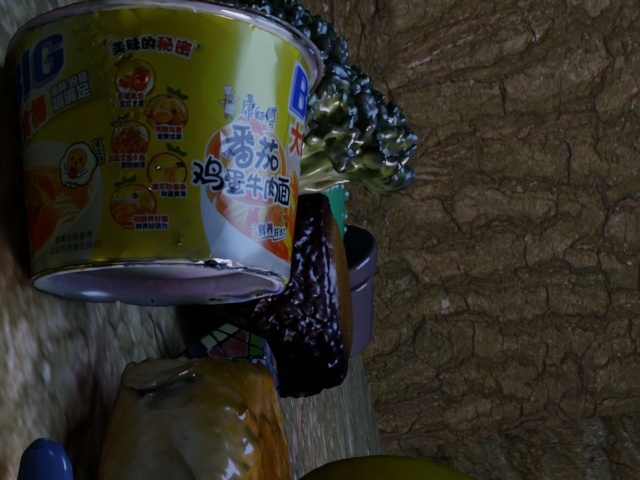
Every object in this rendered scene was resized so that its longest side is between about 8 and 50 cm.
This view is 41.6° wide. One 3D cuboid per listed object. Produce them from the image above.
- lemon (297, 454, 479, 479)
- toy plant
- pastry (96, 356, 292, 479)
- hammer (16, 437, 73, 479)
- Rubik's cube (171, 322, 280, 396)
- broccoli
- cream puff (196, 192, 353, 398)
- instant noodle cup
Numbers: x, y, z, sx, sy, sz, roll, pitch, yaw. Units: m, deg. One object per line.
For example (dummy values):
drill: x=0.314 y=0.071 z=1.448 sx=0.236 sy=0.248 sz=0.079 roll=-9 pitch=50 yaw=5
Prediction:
lemon: x=0.076 y=0.363 z=0.762 sx=0.348 sy=0.347 sz=0.348 roll=-11 pitch=90 yaw=-85
toy plant: x=-0.010 y=0.006 z=1.388 sx=0.185 sy=0.279 sz=0.400 roll=23 pitch=-49 yaw=43
pastry: x=-0.082 y=0.196 z=0.581 sx=0.257 sy=0.120 sz=0.236 roll=61 pitch=22 yaw=-80
hammer: x=-0.130 y=0.183 z=0.389 sx=0.116 sy=0.069 sz=0.194 roll=71 pitch=5 yaw=-51
Rubik's cube: x=-0.088 y=0.132 z=0.771 sx=0.093 sy=0.111 sz=0.111 roll=19 pitch=-56 yaw=63
broccoli: x=-0.069 y=-0.107 z=0.782 sx=0.288 sy=0.245 sz=0.248 roll=46 pitch=30 yaw=11
cream puff: x=-0.050 y=0.055 z=0.921 sx=0.239 sy=0.164 sz=0.239 roll=-7 pitch=90 yaw=-86
instant noodle cup: x=-0.098 y=-0.041 z=0.541 sx=0.205 sy=0.204 sz=0.153 roll=55 pitch=33 yaw=-77
